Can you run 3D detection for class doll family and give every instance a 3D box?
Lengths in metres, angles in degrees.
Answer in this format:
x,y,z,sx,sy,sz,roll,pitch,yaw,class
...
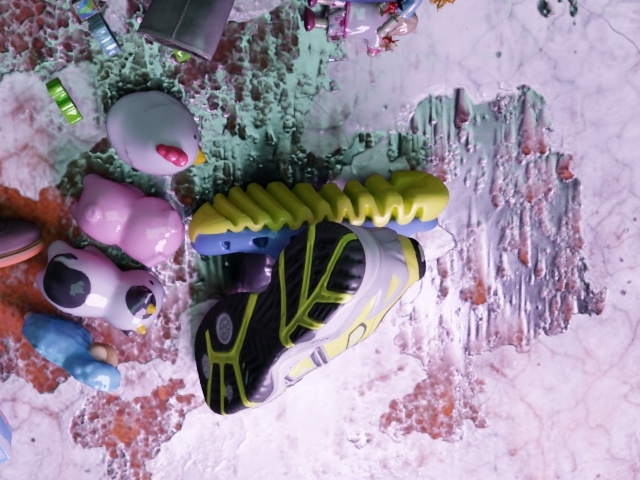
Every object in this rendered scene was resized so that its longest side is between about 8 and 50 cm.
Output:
x,y,z,sx,sy,sz,roll,pitch,yaw,class
0.080,-0.328,1.641,0.163,0.118,0.262,3,108,-12,doll family

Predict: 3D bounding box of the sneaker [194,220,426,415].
x,y,z,sx,sy,sz,roll,pitch,yaw,class
-0.019,0.105,1.694,0.147,0.145,0.385,0,156,-37,sneaker

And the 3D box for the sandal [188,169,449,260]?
x,y,z,sx,sy,sz,roll,pitch,yaw,class
0.000,0.000,1.744,0.318,0.126,0.138,-2,113,-8,sandal

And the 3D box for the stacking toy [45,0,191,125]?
x,y,z,sx,sy,sz,roll,pitch,yaw,class
-0.266,-0.264,1.639,0.167,0.052,0.221,-28,115,0,stacking toy

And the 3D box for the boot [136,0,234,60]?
x,y,z,sx,sy,sz,roll,pitch,yaw,class
-0.092,-0.296,1.577,0.076,0.190,0.208,40,70,-51,boot

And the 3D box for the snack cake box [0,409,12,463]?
x,y,z,sx,sy,sz,roll,pitch,yaw,class
-0.499,0.175,1.726,0.152,0.089,0.264,-27,112,0,snack cake box

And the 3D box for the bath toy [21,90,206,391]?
x,y,z,sx,sy,sz,roll,pitch,yaw,class
-0.225,-0.002,1.693,0.151,0.129,0.348,12,108,-37,bath toy

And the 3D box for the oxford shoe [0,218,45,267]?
x,y,z,sx,sy,sz,roll,pitch,yaw,class
-0.434,-0.020,1.634,0.271,0.097,0.098,-1,101,-40,oxford shoe
